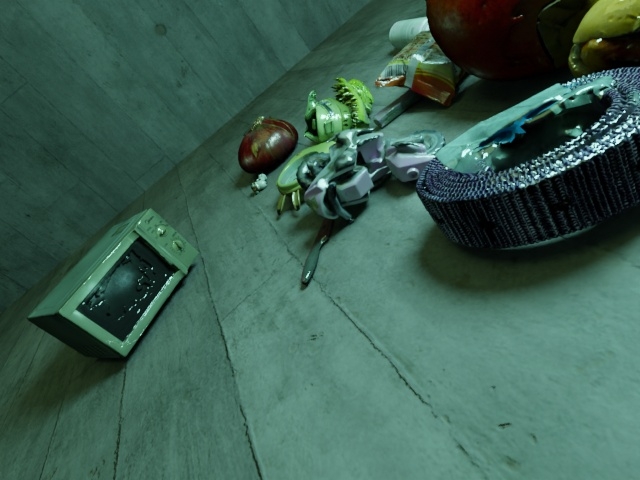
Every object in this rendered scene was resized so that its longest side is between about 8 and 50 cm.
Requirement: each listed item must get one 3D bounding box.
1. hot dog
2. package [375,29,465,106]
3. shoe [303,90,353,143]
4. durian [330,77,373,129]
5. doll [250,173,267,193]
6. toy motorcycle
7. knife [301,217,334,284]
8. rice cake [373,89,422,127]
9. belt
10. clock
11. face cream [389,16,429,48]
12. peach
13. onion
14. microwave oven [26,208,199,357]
[{"bbox_3d":[0.488,-0.297,0.541,0.326,0.194,0.107,-13,51,36],"label":"hot dog"},{"bbox_3d":[0.302,-0.468,1.034,0.224,0.108,0.288,24,65,26],"label":"package"},{"bbox_3d":[0.014,-0.358,1.177,0.262,0.128,0.139,-131,49,-58],"label":"shoe"},{"bbox_3d":[0.096,-0.443,1.247,0.375,0.132,0.106,-102,23,-53],"label":"durian"},{"bbox_3d":[-0.207,-0.194,1.344,0.058,0.040,0.085,-25,34,1],"label":"doll"},{"bbox_3d":[0.095,-0.136,0.830,0.328,0.143,0.187,-8,48,21],"label":"toy motorcycle"},{"bbox_3d":[0.000,0.000,0.856,0.036,0.018,0.247,-21,33,34],"label":"knife"},{"bbox_3d":[0.235,-0.386,1.104,0.207,0.036,0.047,-37,45,3],"label":"rice cake"},{"bbox_3d":[0.299,-0.110,0.554,0.325,0.122,0.260,-26,26,27],"label":"belt"},{"bbox_3d":[-0.045,-0.168,1.091,0.170,0.069,0.231,-4,46,45],"label":"clock"},{"bbox_3d":[0.341,-0.699,1.354,0.102,0.102,0.345,-37,30,5],"label":"face cream"},{"bbox_3d":[0.403,-0.493,0.754,0.417,0.339,0.353,-1,46,55],"label":"peach"},{"bbox_3d":[-0.196,-0.345,1.439,0.248,0.161,0.248,-45,9,9],"label":"onion"},{"bbox_3d":[-0.552,0.127,1.112,0.287,0.218,0.354,-15,38,39],"label":"microwave oven"}]
